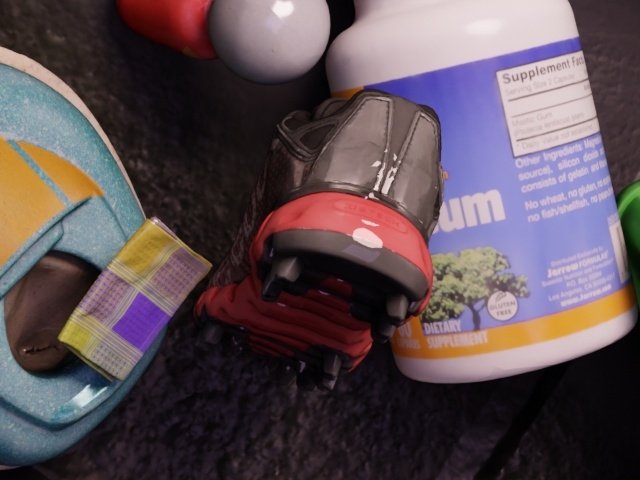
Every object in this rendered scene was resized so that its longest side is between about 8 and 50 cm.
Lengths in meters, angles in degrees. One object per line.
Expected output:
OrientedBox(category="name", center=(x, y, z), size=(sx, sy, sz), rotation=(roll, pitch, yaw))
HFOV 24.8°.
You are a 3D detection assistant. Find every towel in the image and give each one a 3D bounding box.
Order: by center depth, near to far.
OrientedBox(category="towel", center=(-0.097, 0.032, 0.766), size=(0.083, 0.009, 0.060), rotation=(-51, 140, -9))

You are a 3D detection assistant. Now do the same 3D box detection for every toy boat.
OrientedBox(category="toy boat", center=(-0.132, -0.038, 0.787), size=(0.318, 0.148, 0.267), rotation=(-52, 135, -19))

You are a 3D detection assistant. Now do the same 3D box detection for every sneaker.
OrientedBox(category="sneaker", center=(0.001, 0.000, 0.798), size=(0.097, 0.276, 0.135), rotation=(21, 69, -9))

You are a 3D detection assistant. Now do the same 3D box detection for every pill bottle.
OrientedBox(category="pill bottle", center=(0.088, -0.064, 0.868), size=(0.152, 0.152, 0.272), rotation=(-16, 96, -14))

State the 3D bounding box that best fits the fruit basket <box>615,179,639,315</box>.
OrientedBox(category="fruit basket", center=(0.372, 0.090, 0.913), size=(0.283, 0.392, 0.392), rotation=(-23, 99, 19))
